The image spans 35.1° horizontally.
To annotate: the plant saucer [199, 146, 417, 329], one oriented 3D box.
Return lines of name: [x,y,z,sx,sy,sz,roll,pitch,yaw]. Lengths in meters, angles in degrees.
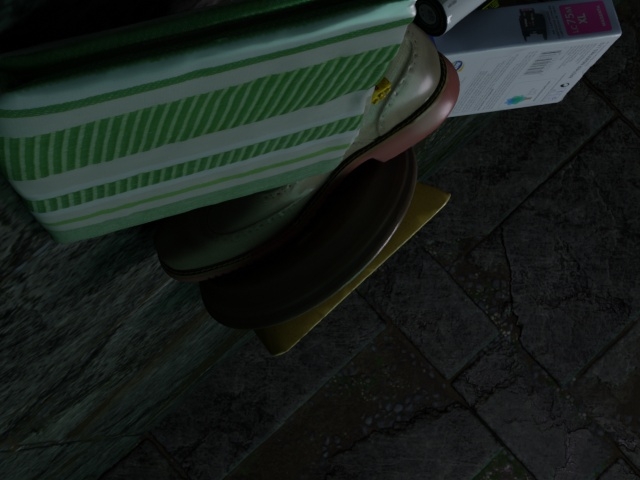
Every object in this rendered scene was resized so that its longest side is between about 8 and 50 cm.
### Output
plant saucer: [-0.025,-0.028,1.060,0.278,0.041,0.278,-29,-146,22]

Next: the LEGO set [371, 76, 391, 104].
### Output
LEGO set: [0.013,-0.150,0.811,0.227,0.093,0.087,-39,173,-34]

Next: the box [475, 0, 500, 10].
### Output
box: [0.192,-0.268,1.416,0.191,0.045,0.184,-41,176,-26]

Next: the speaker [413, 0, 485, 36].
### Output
speaker: [0.157,-0.274,1.077,0.136,0.055,0.055,-41,174,-25]

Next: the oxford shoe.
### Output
oxford shoe: [-0.039,-0.094,0.968,0.348,0.123,0.130,-39,143,8]

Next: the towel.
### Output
towel: [-0.079,-0.073,0.657,0.248,0.038,0.325,-17,171,-9]

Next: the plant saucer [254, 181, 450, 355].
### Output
plant saucer: [0.000,0.000,1.516,0.333,0.081,0.333,-43,-164,-5]

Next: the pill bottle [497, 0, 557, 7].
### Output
pill bottle: [0.279,-0.332,1.137,0.121,0.121,0.221,-41,174,-18]

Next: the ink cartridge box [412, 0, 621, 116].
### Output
ink cartridge box: [0.167,-0.202,1.179,0.311,0.065,0.186,-11,165,-13]
